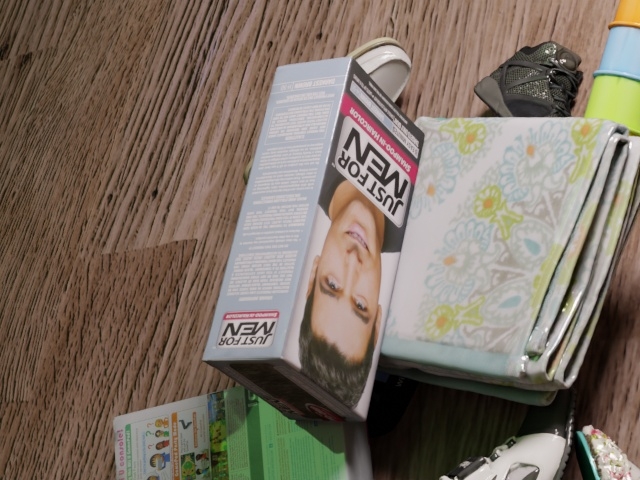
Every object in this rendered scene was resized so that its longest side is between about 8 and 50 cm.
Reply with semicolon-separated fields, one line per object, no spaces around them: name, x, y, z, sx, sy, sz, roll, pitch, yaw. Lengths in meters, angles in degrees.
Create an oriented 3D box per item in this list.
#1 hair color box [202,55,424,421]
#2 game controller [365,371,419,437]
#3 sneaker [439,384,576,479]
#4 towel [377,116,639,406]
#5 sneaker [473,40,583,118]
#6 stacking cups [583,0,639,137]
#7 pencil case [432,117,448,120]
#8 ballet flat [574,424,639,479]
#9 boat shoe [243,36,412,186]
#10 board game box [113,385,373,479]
hair color box;0.000;0.000;1.787;0.113;0.185;0.375;-3;62;34
game controller;0.084;0.097;1.964;0.166;0.067;0.319;9;65;44
sneaker;0.171;0.279;1.665;0.146;0.122;0.331;22;68;9
towel;0.189;0.013;1.798;0.374;0.090;0.321;6;69;52
sneaker;0.295;-0.181;1.996;0.130;0.087;0.227;-46;35;9
stacking cups;0.374;-0.219;1.876;0.096;0.096;0.316;13;87;45
pencil case;0.201;-0.085;1.989;0.104;0.104;0.236;-52;41;-7
ballet flat;0.322;0.297;1.610;0.077;0.091;0.241;-7;52;-2
boat shoe;0.025;-0.146;2.186;0.302;0.113;0.103;-48;41;14
board game box;-0.092;0.294;1.859;0.303;0.097;0.224;-14;61;18
